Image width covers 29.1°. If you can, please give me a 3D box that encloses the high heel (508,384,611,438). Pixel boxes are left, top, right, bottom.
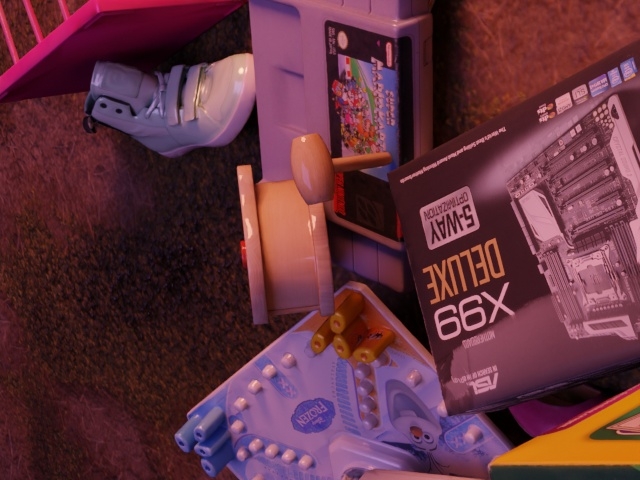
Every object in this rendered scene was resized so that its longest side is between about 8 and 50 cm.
[{"bbox_3d":[0.212,0.116,1.175,0.244,0.082,0.117,24,118,48],"label":"high heel"}]

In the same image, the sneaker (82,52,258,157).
[{"bbox_3d":[-0.180,-0.166,1.415,0.256,0.151,0.094,-20,56,53],"label":"sneaker"}]

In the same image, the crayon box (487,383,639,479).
[{"bbox_3d":[0.348,0.136,0.802,0.313,0.363,0.106,-10,94,50],"label":"crayon box"}]

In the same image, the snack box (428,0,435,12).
[{"bbox_3d":[0.086,-0.299,1.175,0.100,0.037,0.141,47,135,26],"label":"snack box"}]

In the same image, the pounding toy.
[{"bbox_3d":[0.000,0.000,1.190,0.269,0.155,0.154,104,159,-81],"label":"pounding toy"}]

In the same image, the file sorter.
[{"bbox_3d":[-0.267,-0.302,1.444,0.291,0.202,0.182,-22,85,49],"label":"file sorter"}]

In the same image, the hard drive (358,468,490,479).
[{"bbox_3d":[0.171,0.368,1.241,0.203,0.040,0.307,-2,121,38],"label":"hard drive"}]

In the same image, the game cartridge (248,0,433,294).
[{"bbox_3d":[0.018,-0.135,1.269,0.230,0.068,0.355,28,131,44],"label":"game cartridge"}]

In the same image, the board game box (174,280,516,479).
[{"bbox_3d":[0.056,0.275,1.329,0.390,0.050,0.390,48,137,-1],"label":"board game box"}]

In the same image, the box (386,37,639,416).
[{"bbox_3d":[0.211,0.001,1.067,0.307,0.076,0.242,-26,71,45],"label":"box"}]
